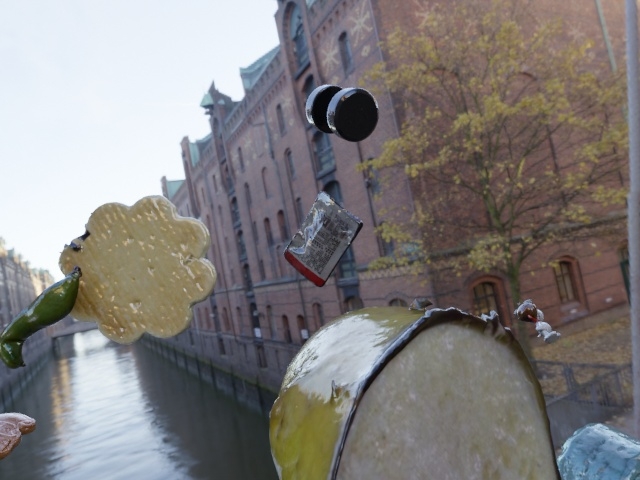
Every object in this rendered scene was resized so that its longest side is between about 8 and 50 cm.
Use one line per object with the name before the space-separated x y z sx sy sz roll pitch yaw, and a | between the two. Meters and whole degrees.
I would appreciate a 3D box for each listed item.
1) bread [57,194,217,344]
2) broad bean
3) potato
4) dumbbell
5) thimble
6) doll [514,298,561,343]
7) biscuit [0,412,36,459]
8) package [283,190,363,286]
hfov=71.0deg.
bread | -0.365 0.056 0.913 0.316 0.315 0.054 -11 -6 -6
broad bean | -0.507 0.136 0.816 0.213 0.070 0.048 -53 13 -4
potato | 0.056 0.258 0.494 0.290 0.397 0.296 26 -23 -22
dumbbell | 0.063 -0.396 1.383 0.153 0.152 0.218 -10 25 -23
thimble | 0.602 0.492 0.921 0.235 0.198 0.143 7 5 -28
doll | 0.382 0.144 0.795 0.040 0.058 0.085 -55 11 24
biscuit | -0.513 0.305 0.692 0.102 0.019 0.130 5 10 4
package | 0.000 0.000 1.226 0.239 0.154 0.030 -57 -18 23
